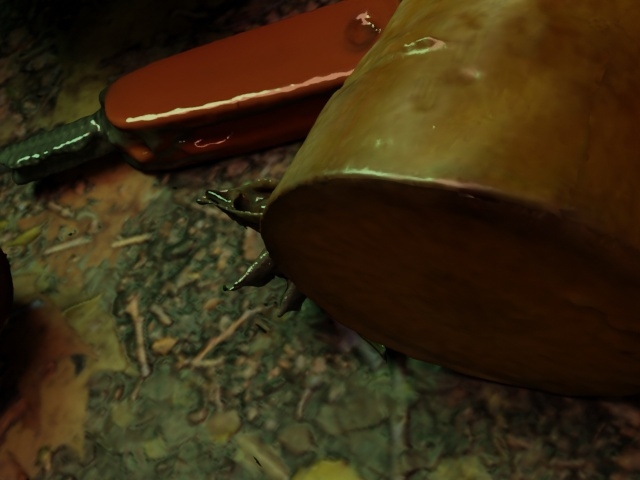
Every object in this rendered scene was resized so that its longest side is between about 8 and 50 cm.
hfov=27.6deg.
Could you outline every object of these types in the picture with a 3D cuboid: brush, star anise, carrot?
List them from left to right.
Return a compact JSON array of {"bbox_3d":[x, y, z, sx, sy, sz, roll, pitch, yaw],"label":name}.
[{"bbox_3d":[-0.047,-0.088,0.769,0.323,0.051,0.070,-17,54,14],"label":"brush"},{"bbox_3d":[0.008,0.007,0.674,0.124,0.056,0.129,-20,59,-13],"label":"star anise"},{"bbox_3d":[0.104,-0.075,0.600,0.196,0.196,0.254,5,59,28],"label":"carrot"}]

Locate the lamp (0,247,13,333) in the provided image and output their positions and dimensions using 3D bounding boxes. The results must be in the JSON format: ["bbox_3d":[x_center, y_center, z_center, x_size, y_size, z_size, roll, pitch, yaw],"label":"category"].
[{"bbox_3d":[-0.243,0.050,0.715,0.157,0.156,0.135,-27,85,47],"label":"lamp"}]
